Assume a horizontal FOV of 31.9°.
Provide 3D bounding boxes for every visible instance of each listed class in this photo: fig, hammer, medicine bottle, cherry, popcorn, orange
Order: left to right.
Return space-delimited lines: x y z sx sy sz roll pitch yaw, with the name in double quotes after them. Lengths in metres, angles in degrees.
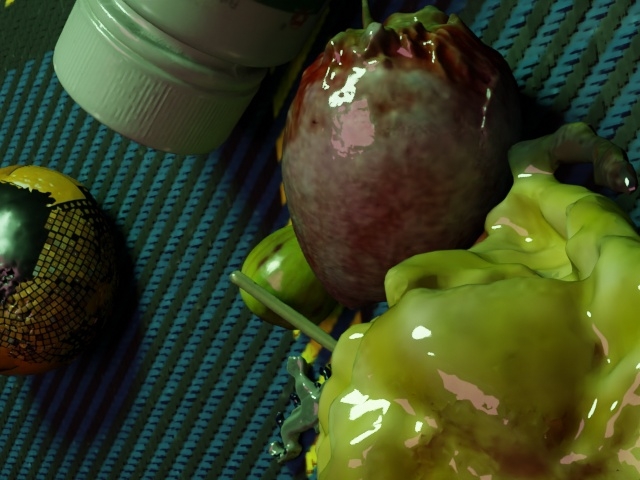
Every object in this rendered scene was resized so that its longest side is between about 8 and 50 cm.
-0.325 0.031 1.205 0.234 0.182 0.234 -21 62 45 "orange"
-0.082 -0.254 0.955 0.208 0.208 0.340 52 122 31 "medicine bottle"
0.002 0.090 0.925 0.195 0.028 0.060 36 120 2 "hammer"
0.004 0.013 0.958 0.166 0.093 0.093 -38 63 18 "fig"
0.053 -0.055 0.842 0.192 0.175 0.250 -101 24 -65 "cherry"
0.155 0.103 0.660 0.349 0.349 0.382 -20 65 41 "popcorn"

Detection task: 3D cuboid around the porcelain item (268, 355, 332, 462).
-0.011 0.136 1.001 0.136 0.021 0.075 -45 60 33 "porcelain item"
